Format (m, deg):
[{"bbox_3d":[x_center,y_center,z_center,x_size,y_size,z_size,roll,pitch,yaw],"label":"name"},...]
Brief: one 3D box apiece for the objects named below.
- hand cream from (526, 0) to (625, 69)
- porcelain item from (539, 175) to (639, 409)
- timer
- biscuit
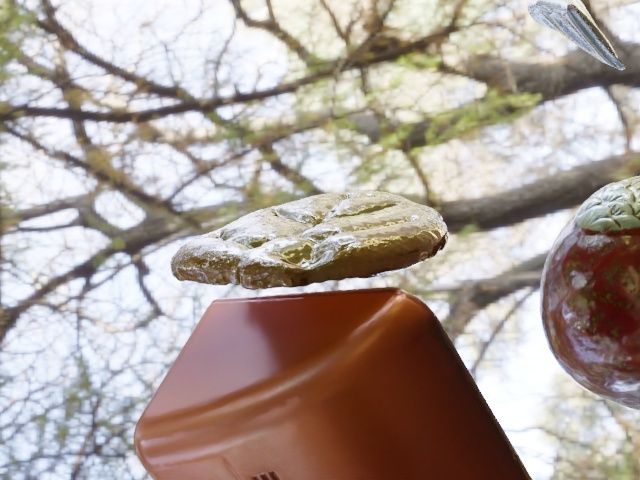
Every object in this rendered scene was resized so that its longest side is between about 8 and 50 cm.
[{"bbox_3d":[0.382,-0.346,1.602,0.124,0.078,0.340,45,-167,-18],"label":"hand cream"},{"bbox_3d":[0.355,0.058,1.052,0.253,0.253,0.253,12,-105,-57],"label":"porcelain item"},{"bbox_3d":[0.026,0.166,0.779,0.257,0.250,0.161,58,-141,-19],"label":"timer"},{"bbox_3d":[-0.002,-0.005,0.798,0.260,0.203,0.041,-40,-59,-69],"label":"biscuit"}]
